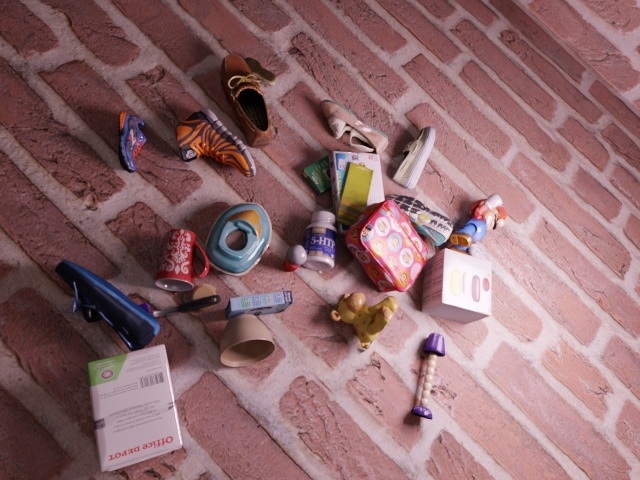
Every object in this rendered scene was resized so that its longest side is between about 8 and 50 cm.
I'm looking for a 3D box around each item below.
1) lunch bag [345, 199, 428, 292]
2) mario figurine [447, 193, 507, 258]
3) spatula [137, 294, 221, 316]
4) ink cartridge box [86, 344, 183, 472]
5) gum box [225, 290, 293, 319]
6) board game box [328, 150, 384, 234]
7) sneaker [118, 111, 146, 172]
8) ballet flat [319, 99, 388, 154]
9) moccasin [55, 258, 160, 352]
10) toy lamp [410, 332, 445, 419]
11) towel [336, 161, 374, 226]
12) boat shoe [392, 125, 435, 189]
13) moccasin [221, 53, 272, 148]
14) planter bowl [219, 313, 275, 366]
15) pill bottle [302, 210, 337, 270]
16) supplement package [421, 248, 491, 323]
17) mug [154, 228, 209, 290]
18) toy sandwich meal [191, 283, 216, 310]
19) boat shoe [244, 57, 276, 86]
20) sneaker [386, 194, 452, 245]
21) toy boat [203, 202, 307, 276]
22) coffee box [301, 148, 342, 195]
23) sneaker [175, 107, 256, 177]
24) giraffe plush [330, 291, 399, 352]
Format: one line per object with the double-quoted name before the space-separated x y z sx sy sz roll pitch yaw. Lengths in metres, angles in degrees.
"lunch bag" 0.245 0.011 1.531 0.293 0.120 0.258 51 59 -18
"mario figurine" 0.622 -0.047 1.661 0.170 0.198 0.320 48 58 0
"spatula" -0.446 0.209 1.310 0.296 0.030 0.084 -13 73 -15
"ink cartridge box" -0.494 0.443 1.175 0.198 0.115 0.273 -10 72 -20
"gum box" -0.190 0.200 1.340 0.184 0.157 0.041 -6 72 -19
"board game box" 0.139 -0.173 1.613 0.193 0.053 0.305 0 79 -21
"sneaker" -0.624 -0.328 1.457 0.087 0.083 0.221 0 73 -26
"ballet flat" 0.119 -0.432 1.714 0.316 0.107 0.106 30 77 -3
"moccasin" -0.616 0.183 1.220 0.342 0.138 0.117 35 80 9
"toy lamp" 0.362 0.445 1.460 0.080 0.080 0.275 24 66 -7
"towel" 0.127 -0.162 1.565 0.102 0.021 0.237 19 72 -17
"boat shoe" 0.379 -0.347 1.756 0.094 0.109 0.302 26 67 -4
"moccasin" -0.271 -0.528 1.602 0.139 0.147 0.380 -9 73 -20
"planter bowl" -0.226 0.289 1.305 0.162 0.162 0.109 -6 51 -19
"pill bottle" 0.000 0.000 1.501 0.112 0.112 0.187 12 66 -12
"supplement package" 0.486 0.166 1.564 0.194 0.149 0.203 15 65 -11
"mug" -0.421 0.061 1.354 0.150 0.113 0.169 7 63 -16
"toy sandwich meal" -0.365 0.177 1.368 0.085 0.029 0.086 4 79 -20
"boat shoe" -0.240 -0.663 1.727 0.153 0.048 0.056 33 76 5
"sneaker" 0.356 -0.076 1.644 0.275 0.110 0.107 36 45 18
"toy boat" -0.198 0.008 1.416 0.318 0.148 0.267 24 64 -6
"coffee box" 0.032 -0.258 1.648 0.184 0.040 0.113 -36 86 -26
"sneaker" -0.376 -0.303 1.512 0.180 0.124 0.321 -39 74 -22
"giraffe plush" 0.135 0.239 1.443 0.170 0.181 0.210 37 98 10
